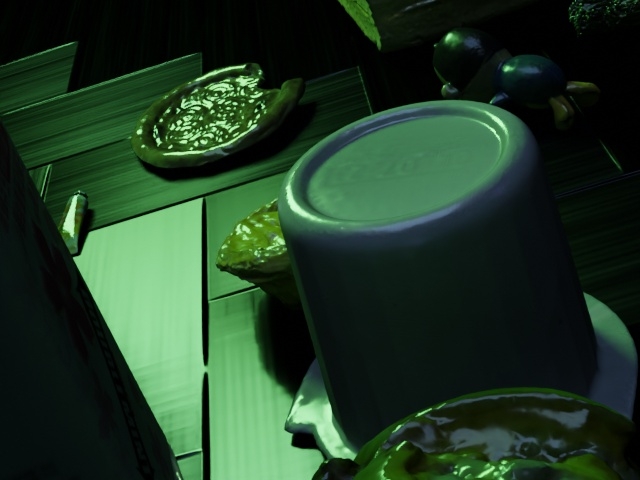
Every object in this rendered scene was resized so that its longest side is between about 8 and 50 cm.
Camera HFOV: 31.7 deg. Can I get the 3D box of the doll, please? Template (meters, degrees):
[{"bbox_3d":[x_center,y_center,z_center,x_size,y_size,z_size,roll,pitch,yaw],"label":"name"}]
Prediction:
[{"bbox_3d":[0.188,-0.161,1.150,0.179,0.088,0.102,33,56,24],"label":"doll"}]

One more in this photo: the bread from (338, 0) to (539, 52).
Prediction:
[{"bbox_3d":[0.136,-0.349,1.423,0.239,0.111,0.246,-20,32,-3],"label":"bread"}]

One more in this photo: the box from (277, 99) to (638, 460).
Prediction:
[{"bbox_3d":[0.086,0.039,0.779,0.262,0.206,0.291,-27,30,-11],"label":"box"}]

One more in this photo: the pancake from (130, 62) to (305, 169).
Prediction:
[{"bbox_3d":[-0.126,-0.149,1.342,0.212,0.029,0.235,-37,34,-24],"label":"pancake"}]

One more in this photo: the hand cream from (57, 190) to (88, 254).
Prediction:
[{"bbox_3d":[-0.271,-0.018,1.230,0.035,0.022,0.102,-7,38,9],"label":"hand cream"}]

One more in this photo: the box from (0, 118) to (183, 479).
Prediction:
[{"bbox_3d":[-0.198,0.069,0.735,0.112,0.369,0.190,-21,34,-4],"label":"box"}]

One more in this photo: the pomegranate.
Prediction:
[{"bbox_3d":[0.118,0.207,0.538,0.302,0.236,0.236,28,47,8],"label":"pomegranate"}]

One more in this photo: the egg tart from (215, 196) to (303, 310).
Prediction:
[{"bbox_3d":[0.000,0.000,0.986,0.191,0.074,0.191,-22,19,8],"label":"egg tart"}]

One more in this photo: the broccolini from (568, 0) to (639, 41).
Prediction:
[{"bbox_3d":[0.389,-0.257,1.214,0.239,0.054,0.051,-6,20,16],"label":"broccolini"}]
